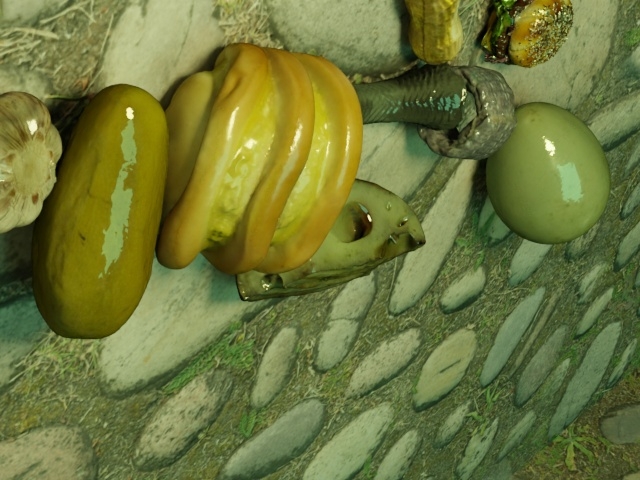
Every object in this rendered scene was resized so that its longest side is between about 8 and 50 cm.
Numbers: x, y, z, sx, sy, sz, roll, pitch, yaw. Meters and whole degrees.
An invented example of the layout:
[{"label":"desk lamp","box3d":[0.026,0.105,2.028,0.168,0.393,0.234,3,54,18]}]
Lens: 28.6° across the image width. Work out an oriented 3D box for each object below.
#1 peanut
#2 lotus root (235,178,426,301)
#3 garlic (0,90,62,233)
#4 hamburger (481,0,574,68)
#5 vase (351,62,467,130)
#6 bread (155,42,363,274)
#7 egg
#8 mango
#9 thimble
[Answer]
[{"label":"peanut","box3d":[0.164,-0.337,1.818,0.087,0.087,0.207,-42,149,-18]},{"label":"lotus root","box3d":[0.000,-0.006,1.899,0.210,0.142,0.314,-26,169,31]},{"label":"garlic","box3d":[-0.348,-0.084,1.353,0.147,0.102,0.159,43,61,-58]},{"label":"hamburger","box3d":[0.342,-0.350,2.043,0.189,0.093,0.164,-7,127,-49]},{"label":"vase","box3d":[0.101,-0.205,1.855,0.237,0.115,0.115,-13,131,-45]},{"label":"bread","box3d":[-0.083,-0.092,1.607,0.270,0.211,0.316,1,118,-53]},{"label":"egg","box3d":[0.401,-0.124,2.236,0.218,0.218,0.295,-43,140,-17]},{"label":"mango","box3d":[-0.253,-0.033,1.479,0.195,0.142,0.332,-77,-174,-72]},{"label":"thimble","box3d":[0.229,-0.202,1.989,0.098,0.150,0.150,-4,124,-53]}]
